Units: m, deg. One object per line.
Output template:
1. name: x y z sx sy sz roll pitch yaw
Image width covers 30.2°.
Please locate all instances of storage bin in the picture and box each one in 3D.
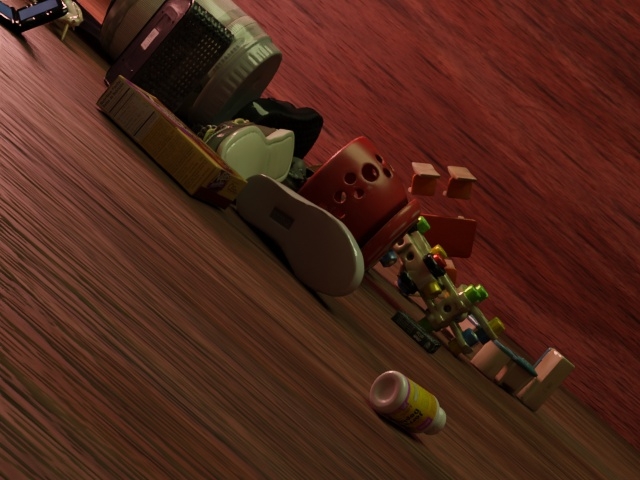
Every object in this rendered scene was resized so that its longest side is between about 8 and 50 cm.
1. storage bin: -0.224 -0.269 1.743 0.084 0.180 0.122 37 6 -29

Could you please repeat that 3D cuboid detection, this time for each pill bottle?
1. pill bottle: 0.088 0.163 1.168 0.083 0.043 0.043 36 7 -39

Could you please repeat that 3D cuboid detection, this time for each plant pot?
1. plant pot: 0.065 -0.056 2.023 0.174 0.191 0.191 44 5 6

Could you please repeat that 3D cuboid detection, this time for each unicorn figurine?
1. unicorn figurine: -0.418 -0.373 1.872 0.111 0.060 0.162 40 6 -7

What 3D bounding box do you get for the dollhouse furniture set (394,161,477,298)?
1. dollhouse furniture set: 0.185 -0.016 2.387 0.259 0.262 0.135 6 15 -9

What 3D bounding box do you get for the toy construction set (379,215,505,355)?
1. toy construction set: 0.188 0.057 2.173 0.327 0.151 0.215 44 6 31

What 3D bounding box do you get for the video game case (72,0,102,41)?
1. video game case: -0.486 -0.452 2.241 0.212 0.023 0.193 43 6 25

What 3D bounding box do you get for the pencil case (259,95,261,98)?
1. pencil case: -0.218 -0.339 2.347 0.133 0.119 0.306 0 15 -35

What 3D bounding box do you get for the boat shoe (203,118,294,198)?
1. boat shoe: -0.123 -0.124 1.744 0.091 0.109 0.305 14 10 14

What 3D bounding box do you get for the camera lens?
1. camera lens: -0.233 -0.344 2.092 0.274 0.219 0.219 41 5 5

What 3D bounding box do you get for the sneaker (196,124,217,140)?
1. sneaker: -0.127 -0.127 1.930 0.162 0.063 0.073 42 2 6

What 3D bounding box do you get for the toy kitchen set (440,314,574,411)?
1. toy kitchen set: 0.366 0.211 2.341 0.207 0.122 0.166 37 7 -40

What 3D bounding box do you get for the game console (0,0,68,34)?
1. game console: -0.395 -0.317 1.547 0.122 0.107 0.071 -127 -165 -64

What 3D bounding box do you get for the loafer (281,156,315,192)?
1. loafer: -0.061 -0.120 2.077 0.096 0.084 0.267 45 -1 10

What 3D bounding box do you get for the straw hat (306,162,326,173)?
1. straw hat: -0.017 -0.093 2.262 0.061 0.144 0.144 68 12 12

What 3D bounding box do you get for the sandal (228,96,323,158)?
1. sandal: -0.101 -0.211 2.223 0.107 0.167 0.446 43 6 12

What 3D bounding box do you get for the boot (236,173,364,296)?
1. boot: 0.000 0.000 1.584 0.123 0.095 0.258 25 14 -47

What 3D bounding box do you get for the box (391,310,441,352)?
1. box: 0.155 0.147 1.917 0.083 0.018 0.067 42 5 13

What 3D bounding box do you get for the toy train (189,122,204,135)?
1. toy train: -0.162 -0.144 1.998 0.158 0.027 0.036 43 2 13

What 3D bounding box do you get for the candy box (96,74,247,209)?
1. candy box: -0.188 -0.123 1.507 0.186 0.053 0.109 44 6 19
